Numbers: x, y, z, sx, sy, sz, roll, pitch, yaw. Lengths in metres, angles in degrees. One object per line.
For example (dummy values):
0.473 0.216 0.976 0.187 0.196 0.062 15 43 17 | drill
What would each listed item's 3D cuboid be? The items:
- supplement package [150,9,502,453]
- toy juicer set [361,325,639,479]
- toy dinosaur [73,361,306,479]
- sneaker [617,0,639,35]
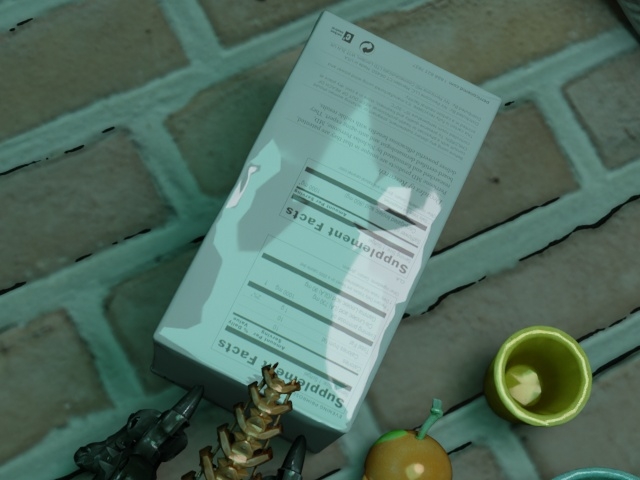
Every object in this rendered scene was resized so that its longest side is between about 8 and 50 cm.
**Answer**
0.000 0.000 0.885 0.134 0.139 0.244 26 74 -1 | supplement package
0.154 0.238 0.873 0.209 0.089 0.329 -28 82 -15 | toy juicer set
-0.085 0.206 0.770 0.322 0.218 0.164 -37 101 25 | toy dinosaur
0.344 -0.152 0.988 0.127 0.126 0.321 -43 96 -12 | sneaker
